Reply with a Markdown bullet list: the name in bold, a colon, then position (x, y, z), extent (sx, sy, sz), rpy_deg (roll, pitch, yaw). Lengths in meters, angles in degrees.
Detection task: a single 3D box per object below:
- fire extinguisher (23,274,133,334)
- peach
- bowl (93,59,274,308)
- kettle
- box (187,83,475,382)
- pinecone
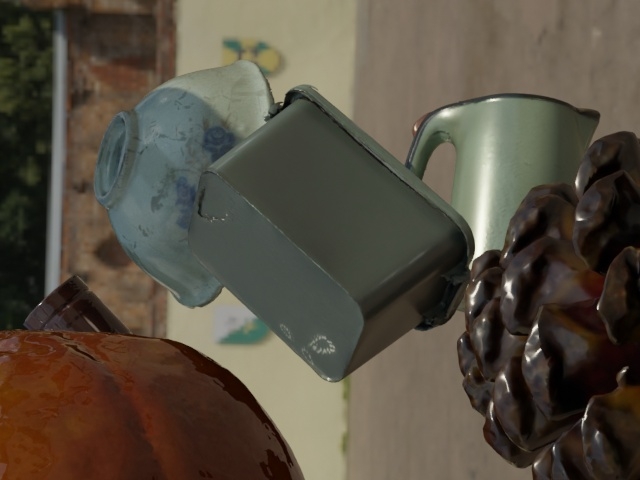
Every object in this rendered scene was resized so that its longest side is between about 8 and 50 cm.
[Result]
- **fire extinguisher**: position (-0.249, 0.209, 1.706), extent (0.141, 0.341, 0.105), rpy_deg (-44, -1, 11)
- **peach**: position (-0.173, 0.207, 0.840), extent (0.343, 0.343, 0.301), rpy_deg (110, 155, -82)
- **bowl**: position (-0.187, -0.085, 1.565), extent (0.313, 0.146, 0.313), rpy_deg (-35, 48, 51)
- **kettle**: position (0.207, -0.044, 1.551), extent (0.165, 0.240, 0.255), rpy_deg (49, -134, -73)
- **box**: position (0.000, 0.000, 1.140), extent (0.243, 0.135, 0.163), rpy_deg (43, 146, 17)
- **pinecone**: position (0.190, 0.056, 0.658), extent (0.292, 0.246, 0.246), rpy_deg (164, 109, -66)
